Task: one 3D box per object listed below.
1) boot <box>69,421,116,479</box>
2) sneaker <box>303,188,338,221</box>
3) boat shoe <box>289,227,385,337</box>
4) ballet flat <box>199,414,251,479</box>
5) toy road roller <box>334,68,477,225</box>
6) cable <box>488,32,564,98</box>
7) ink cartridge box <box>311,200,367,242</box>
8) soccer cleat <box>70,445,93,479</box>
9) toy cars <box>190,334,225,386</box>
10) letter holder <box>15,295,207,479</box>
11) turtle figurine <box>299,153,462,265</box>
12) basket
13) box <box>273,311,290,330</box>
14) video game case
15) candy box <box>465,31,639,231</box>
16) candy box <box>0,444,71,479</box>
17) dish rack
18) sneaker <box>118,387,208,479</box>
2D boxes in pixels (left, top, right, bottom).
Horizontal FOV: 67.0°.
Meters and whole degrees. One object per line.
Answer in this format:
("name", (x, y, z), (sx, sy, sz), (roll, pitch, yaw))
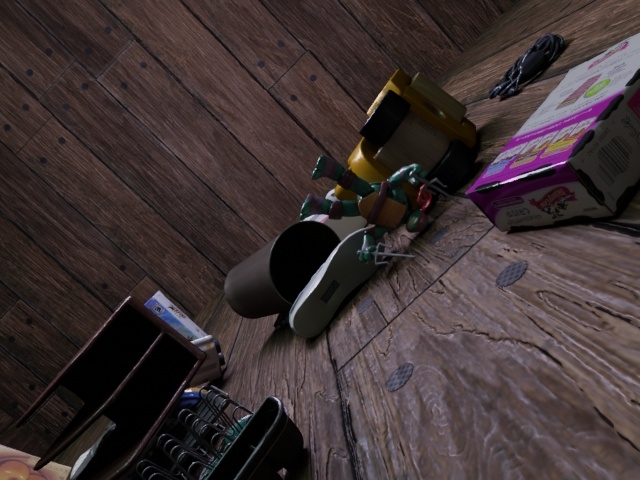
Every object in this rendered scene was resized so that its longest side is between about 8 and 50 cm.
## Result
("boot", (-0.512, 0.517, 1.124), (0.246, 0.083, 0.161), (-57, 13, -11))
("sneaker", (0.023, -0.057, 1.412), (0.271, 0.100, 0.107), (-41, 23, 47))
("boat shoe", (0.021, 0.067, 0.845), (0.227, 0.079, 0.081), (-50, 14, -11))
("ballet flat", (-0.120, 0.283, 0.646), (0.114, 0.041, 0.041), (-49, 10, -30))
("toy road roller", (0.158, -0.174, 0.969), (0.240, 0.203, 0.329), (-52, 5, 36))
("cable", (0.454, -0.381, 1.069), (0.184, 0.047, 0.150), (-49, 4, -7))
("ink cartridge box", (0.000, 0.000, 1.217), (0.158, 0.092, 0.218), (-50, 9, -34))
("soccer cleat", (-0.633, 0.612, 1.391), (0.076, 0.068, 0.196), (-34, 11, 38))
("toy cars", (-0.333, 0.346, 1.126), (0.394, 0.087, 0.177), (-40, -30, 28))
("letter holder", (-0.351, 0.264, 0.731), (0.302, 0.152, 0.214), (-40, 14, 33))
("turtle figurine", (0.093, -0.050, 0.786), (0.118, 0.234, 0.175), (-58, -14, -80))
("basket", (-0.089, 0.077, 0.991), (0.227, 0.154, 0.204), (-28, 12, 46))
("box", (-0.065, 0.152, 1.049), (0.067, 0.018, 0.083), (-42, 9, 21))
("video game case", (-0.508, 0.334, 1.503), (0.269, 0.244, 0.061), (-44, 10, 9))
("candy box", (0.286, -0.118, 0.515), (0.233, 0.071, 0.159), (-48, 9, -14))
("candy box", (-0.644, 0.577, 0.926), (0.088, 0.183, 0.316), (-40, 29, 35))
("dish rack", (-0.152, 0.267, 0.577), (0.272, 0.074, 0.208), (-2, 42, 54))
("sneaker", (-0.280, 0.375, 0.821), (0.296, 0.112, 0.131), (-45, 25, 16))
